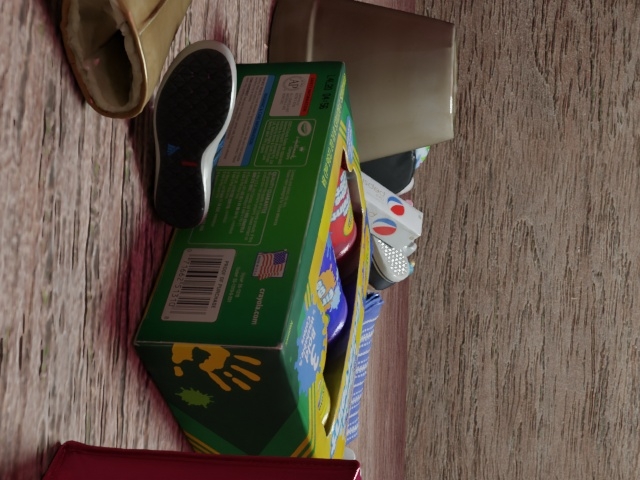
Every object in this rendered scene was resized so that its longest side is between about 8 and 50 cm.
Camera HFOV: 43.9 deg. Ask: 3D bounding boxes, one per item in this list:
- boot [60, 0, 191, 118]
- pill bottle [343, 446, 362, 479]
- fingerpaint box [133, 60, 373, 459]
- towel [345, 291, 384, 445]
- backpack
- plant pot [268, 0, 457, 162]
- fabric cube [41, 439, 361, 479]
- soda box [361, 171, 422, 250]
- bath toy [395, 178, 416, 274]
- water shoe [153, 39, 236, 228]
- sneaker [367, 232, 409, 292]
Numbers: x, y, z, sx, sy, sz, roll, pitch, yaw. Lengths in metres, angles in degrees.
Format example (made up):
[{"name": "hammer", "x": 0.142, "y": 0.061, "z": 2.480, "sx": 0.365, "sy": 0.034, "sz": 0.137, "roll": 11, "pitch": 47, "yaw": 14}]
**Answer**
[{"name": "boot", "x": -0.148, "y": -0.276, "z": 0.688, "sx": 0.269, "sy": 0.089, "sz": 0.236, "roll": -74, "pitch": 161, "yaw": -46}, {"name": "pill bottle", "x": 0.046, "y": 0.513, "z": 1.676, "sx": 0.086, "sy": 0.086, "sz": 0.152, "roll": -67, "pitch": 156, "yaw": -60}, {"name": "fingerpaint box", "x": -0.045, "y": 0.054, "z": 1.019, "sx": 0.371, "sy": 0.163, "sz": 0.445, "roll": 78, "pitch": 18, "yaw": -47}, {"name": "towel", "x": 0.022, "y": 0.271, "z": 1.373, "sx": 0.243, "sy": 0.040, "sz": 0.336, "roll": -33, "pitch": 137, "yaw": -52}, {"name": "backpack", "x": 0.135, "y": -0.316, "z": 1.712, "sx": 0.355, "sy": 0.273, "sz": 0.290, "roll": -95, "pitch": 162, "yaw": -48}, {"name": "plant pot", "x": 0.087, "y": -0.263, "z": 1.341, "sx": 0.323, "sy": 0.280, "sz": 0.323, "roll": 2, "pitch": 90, "yaw": -79}, {"name": "fabric cube", "x": -0.096, "y": 0.336, "z": 0.596, "sx": 0.259, "sy": 0.254, "sz": 0.258, "roll": -72, "pitch": 158, "yaw": -52}, {"name": "soda box", "x": 0.108, "y": -0.070, "z": 1.643, "sx": 0.216, "sy": 0.074, "sz": 0.069, "roll": 32, "pitch": 45, "yaw": -22}, {"name": "bath toy", "x": 0.172, "y": -0.053, "z": 2.138, "sx": 0.129, "sy": 0.151, "sz": 0.348, "roll": -43, "pitch": -146, "yaw": 49}, {"name": "water shoe", "x": -0.130, "y": -0.111, "z": 0.793, "sx": 0.080, "sy": 0.073, "sz": 0.203, "roll": -91, "pitch": -163, "yaw": -58}, {"name": "sneaker", "x": 0.083, "y": -0.038, "z": 1.751, "sx": 0.126, "sy": 0.127, "sz": 0.321, "roll": 6, "pitch": 60, "yaw": -43}]
